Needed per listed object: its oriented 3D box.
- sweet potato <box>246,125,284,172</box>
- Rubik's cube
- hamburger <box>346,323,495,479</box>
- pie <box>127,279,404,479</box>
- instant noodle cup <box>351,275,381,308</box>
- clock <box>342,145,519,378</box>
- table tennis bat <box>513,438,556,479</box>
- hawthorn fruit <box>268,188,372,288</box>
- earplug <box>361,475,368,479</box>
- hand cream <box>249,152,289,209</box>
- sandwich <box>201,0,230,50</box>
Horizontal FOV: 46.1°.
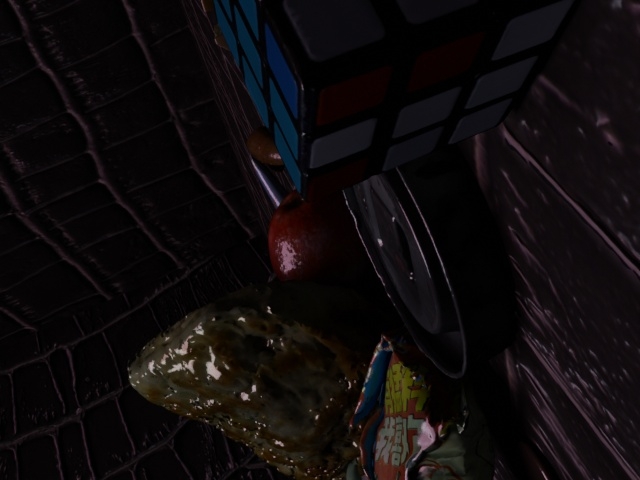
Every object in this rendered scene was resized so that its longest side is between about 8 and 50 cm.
[{"bbox_3d":[-0.116,-0.203,1.690,0.108,0.079,0.346,55,177,-5],"label":"sweet potato"},{"bbox_3d":[0.030,-0.143,0.449,0.162,0.163,0.161,99,147,-71],"label":"Rubik's cube"},{"bbox_3d":[0.138,0.248,0.909,0.260,0.150,0.276,-144,60,-68],"label":"hamburger"},{"bbox_3d":[-0.063,0.212,1.135,0.395,0.418,0.180,-51,23,43],"label":"pie"},{"bbox_3d":[0.033,0.169,1.345,0.236,0.215,0.215,60,175,-13],"label":"instant noodle cup"},{"bbox_3d":[0.097,-0.010,0.775,0.312,0.061,0.313,156,90,-83],"label":"clock"},{"bbox_3d":[0.201,0.311,0.816,0.107,0.119,0.170,-126,16,-69],"label":"table tennis bat"},{"bbox_3d":[0.000,0.000,1.141,0.173,0.172,0.173,156,90,-83],"label":"hawthorn fruit"},{"bbox_3d":[0.148,0.414,1.402,0.324,0.185,0.185,85,161,-53],"label":"earplug"},{"bbox_3d":[-0.089,-0.092,1.776,0.271,0.058,0.091,56,-173,-1],"label":"hand cream"},{"bbox_3d":[-0.157,-0.399,1.299,0.090,0.088,0.244,-118,7,-60],"label":"sandwich"}]
